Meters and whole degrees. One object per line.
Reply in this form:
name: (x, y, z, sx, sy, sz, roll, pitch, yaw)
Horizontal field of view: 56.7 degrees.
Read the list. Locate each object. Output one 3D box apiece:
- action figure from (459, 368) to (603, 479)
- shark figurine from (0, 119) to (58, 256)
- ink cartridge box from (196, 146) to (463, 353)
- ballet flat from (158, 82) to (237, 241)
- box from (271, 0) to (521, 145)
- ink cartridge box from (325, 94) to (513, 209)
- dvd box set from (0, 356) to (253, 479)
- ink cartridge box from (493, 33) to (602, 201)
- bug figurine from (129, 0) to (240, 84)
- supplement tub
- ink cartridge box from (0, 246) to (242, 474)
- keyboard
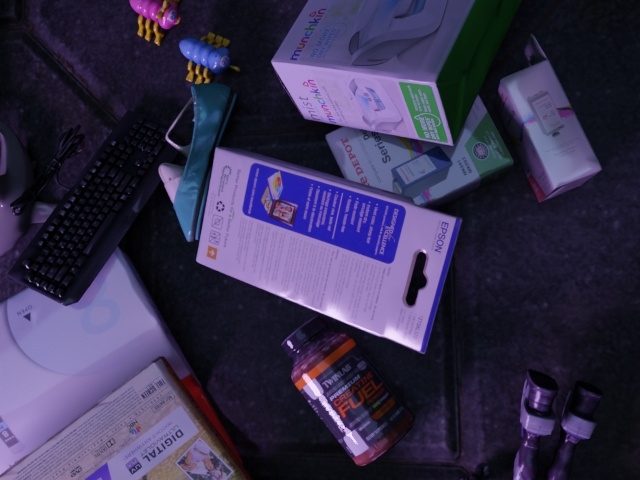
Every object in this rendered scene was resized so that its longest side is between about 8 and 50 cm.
action figure: (0.285, 0.320, 0.772, 0.185, 0.099, 0.285, 16, 92, 4)
shark figurine: (-0.515, -0.113, 0.946, 0.166, 0.116, 0.278, -12, 85, 8)
ink cartridge box: (0.000, 0.000, 0.797, 0.371, 0.069, 0.175, 20, 105, 28)
ballet flat: (-0.196, -0.124, 0.896, 0.087, 0.083, 0.247, 14, 82, -10)
box: (0.106, -0.277, 0.772, 0.231, 0.127, 0.262, 18, 71, 30)
ink cartridge box: (0.136, -0.120, 0.833, 0.212, 0.093, 0.154, -25, 82, 10)
dvd box set: (-0.212, 0.412, 0.779, 0.308, 0.062, 0.420, -38, 84, -9)
ink cartridge box: (0.290, -0.160, 0.795, 0.067, 0.115, 0.198, -23, 81, 8)
bug figurine: (-0.183, -0.393, 0.924, 0.216, 0.072, 0.279, 23, 90, 12)
supplement tub: (0.031, 0.201, 0.819, 0.106, 0.106, 0.198, -41, 80, 5)
ink cartridge box: (-0.340, 0.240, 0.853, 0.308, 0.091, 0.385, -31, 78, -10)
keyboard: (-0.363, -0.072, 0.896, 0.202, 0.033, 0.317, 21, 67, 15)
